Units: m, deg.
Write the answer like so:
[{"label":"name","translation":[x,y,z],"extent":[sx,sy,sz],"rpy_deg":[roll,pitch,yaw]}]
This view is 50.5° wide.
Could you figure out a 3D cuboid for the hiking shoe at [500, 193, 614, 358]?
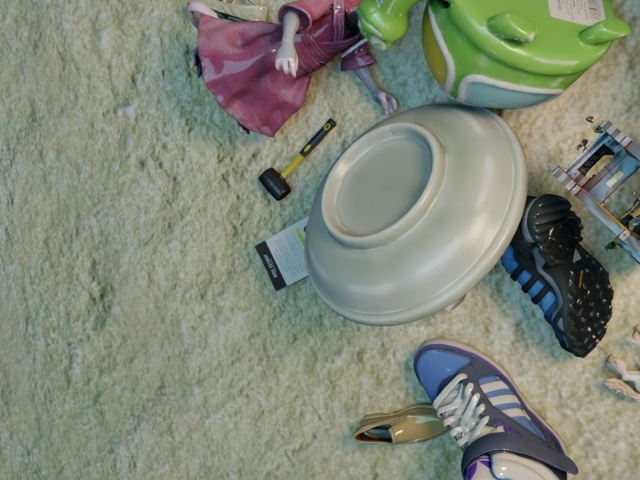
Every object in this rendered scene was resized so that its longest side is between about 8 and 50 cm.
[{"label":"hiking shoe","translation":[0.354,0.047,1.047],"extent":[0.132,0.113,0.304],"rpy_deg":[22,144,58]}]

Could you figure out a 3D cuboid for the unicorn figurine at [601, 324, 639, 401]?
[{"label":"unicorn figurine","translation":[0.518,0.186,1.038],"extent":[0.111,0.060,0.162],"rpy_deg":[38,130,16]}]

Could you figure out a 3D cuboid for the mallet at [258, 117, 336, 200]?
[{"label":"mallet","translation":[-0.045,-0.163,1.278],"extent":[0.062,0.039,0.189],"rpy_deg":[42,111,11]}]

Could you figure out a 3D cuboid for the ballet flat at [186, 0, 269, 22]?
[{"label":"ballet flat","translation":[-0.172,-0.443,1.285],"extent":[0.168,0.057,0.052],"rpy_deg":[21,98,13]}]

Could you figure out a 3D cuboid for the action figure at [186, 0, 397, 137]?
[{"label":"action figure","translation":[-0.023,-0.338,1.171],"extent":[0.370,0.248,0.275],"rpy_deg":[-26,61,24]}]

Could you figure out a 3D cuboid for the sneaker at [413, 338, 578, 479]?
[{"label":"sneaker","translation":[0.254,0.305,1.087],"extent":[0.323,0.236,0.130],"rpy_deg":[43,115,14]}]

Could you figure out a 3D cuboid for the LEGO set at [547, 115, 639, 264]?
[{"label":"LEGO set","translation":[0.462,-0.121,0.899],"extent":[0.192,0.255,0.331],"rpy_deg":[51,121,22]}]

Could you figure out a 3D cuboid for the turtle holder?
[{"label":"turtle holder","translation":[0.239,-0.290,0.957],"extent":[0.243,0.320,0.227],"rpy_deg":[62,156,13]}]

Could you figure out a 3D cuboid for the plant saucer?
[{"label":"plant saucer","translation":[0.112,-0.068,1.047],"extent":[0.400,0.100,0.400],"rpy_deg":[-23,50,30]}]

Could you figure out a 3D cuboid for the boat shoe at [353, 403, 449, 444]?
[{"label":"boat shoe","translation":[0.148,0.349,1.243],"extent":[0.190,0.072,0.068],"rpy_deg":[-20,89,28]}]

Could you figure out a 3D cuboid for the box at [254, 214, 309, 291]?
[{"label":"box","translation":[0.000,0.000,1.265],"extent":[0.244,0.060,0.100],"rpy_deg":[-28,85,28]}]

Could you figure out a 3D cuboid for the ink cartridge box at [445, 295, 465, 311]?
[{"label":"ink cartridge box","translation":[0.213,0.001,1.144],"extent":[0.140,0.082,0.190],"rpy_deg":[32,110,18]}]
